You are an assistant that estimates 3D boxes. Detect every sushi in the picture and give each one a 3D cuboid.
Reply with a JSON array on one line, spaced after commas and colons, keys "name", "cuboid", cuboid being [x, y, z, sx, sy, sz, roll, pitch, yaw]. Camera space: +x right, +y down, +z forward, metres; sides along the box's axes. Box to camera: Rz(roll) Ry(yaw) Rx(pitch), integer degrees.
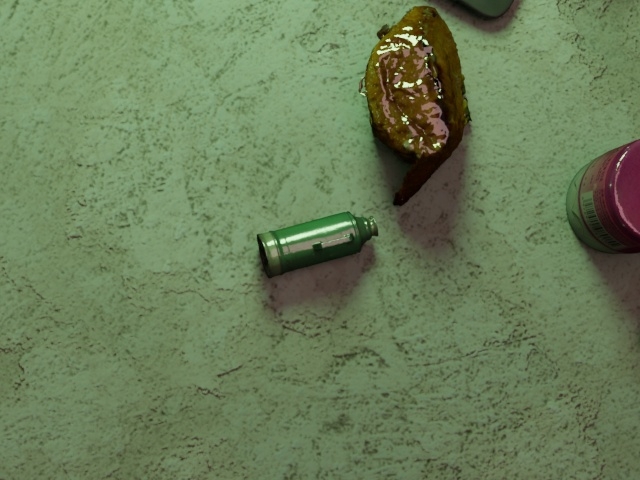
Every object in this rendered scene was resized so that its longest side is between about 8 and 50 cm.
[{"name": "sushi", "cuboid": [0.154, -0.220, 1.672, 0.166, 0.179, 0.297, -16, 84, 7]}]

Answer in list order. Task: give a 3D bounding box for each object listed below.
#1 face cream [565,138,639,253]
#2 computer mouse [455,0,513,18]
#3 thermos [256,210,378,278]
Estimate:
[{"name": "face cream", "cuboid": [0.504, -0.067, 1.683, 0.175, 0.195, 0.175, 1, 86, -10]}, {"name": "computer mouse", "cuboid": [0.224, -0.459, 1.747, 0.232, 0.057, 0.120, 31, 81, -5]}, {"name": "thermos", "cuboid": [-0.001, -0.002, 1.653, 0.187, 0.083, 0.073, -16, 64, -12]}]
